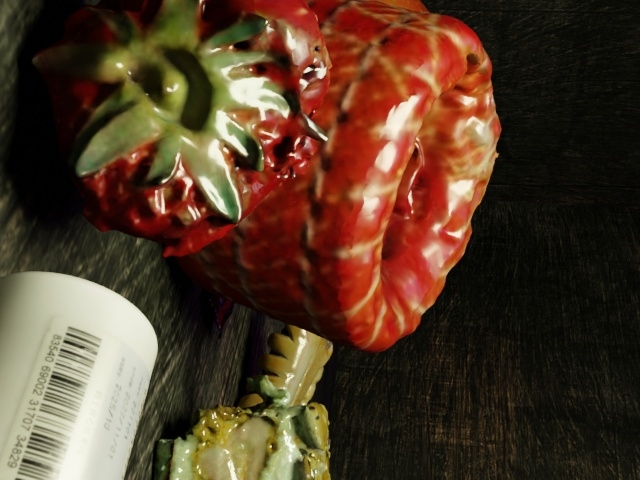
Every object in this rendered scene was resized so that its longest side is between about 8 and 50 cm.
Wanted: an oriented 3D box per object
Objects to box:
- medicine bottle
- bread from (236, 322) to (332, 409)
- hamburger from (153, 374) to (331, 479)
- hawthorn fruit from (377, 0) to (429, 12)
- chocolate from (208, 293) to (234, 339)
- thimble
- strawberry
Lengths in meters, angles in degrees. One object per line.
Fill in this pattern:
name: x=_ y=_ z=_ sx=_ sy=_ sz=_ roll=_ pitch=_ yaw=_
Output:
medicine bottle: x=-0.148 y=0.116 z=0.403 sx=0.103 sy=0.102 sz=0.187 roll=86 pitch=9 yaw=-51
bread: x=-0.059 y=0.210 z=1.229 sx=0.225 sy=0.081 sz=0.134 roll=-63 pitch=157 yaw=-14
hamburger: x=-0.076 y=0.286 z=0.871 sx=0.192 sy=0.167 sz=0.288 roll=52 pitch=41 yaw=-78
hawthorn fruit: x=0.016 y=-0.218 z=1.119 sx=0.277 sy=0.276 sz=0.298 roll=77 pitch=29 yaw=-69
chocolate: x=-0.113 y=0.031 z=1.041 sx=0.086 sy=0.028 sz=0.183 roll=84 pitch=13 yaw=-45
thimble: x=0.024 y=-0.071 z=0.862 sx=0.350 sy=0.230 sz=0.350 roll=-46 pitch=146 yaw=-43
strawberry: x=-0.089 y=-0.090 z=0.554 sx=0.201 sy=0.184 sz=0.187 roll=-160 pitch=-116 yaw=-74
